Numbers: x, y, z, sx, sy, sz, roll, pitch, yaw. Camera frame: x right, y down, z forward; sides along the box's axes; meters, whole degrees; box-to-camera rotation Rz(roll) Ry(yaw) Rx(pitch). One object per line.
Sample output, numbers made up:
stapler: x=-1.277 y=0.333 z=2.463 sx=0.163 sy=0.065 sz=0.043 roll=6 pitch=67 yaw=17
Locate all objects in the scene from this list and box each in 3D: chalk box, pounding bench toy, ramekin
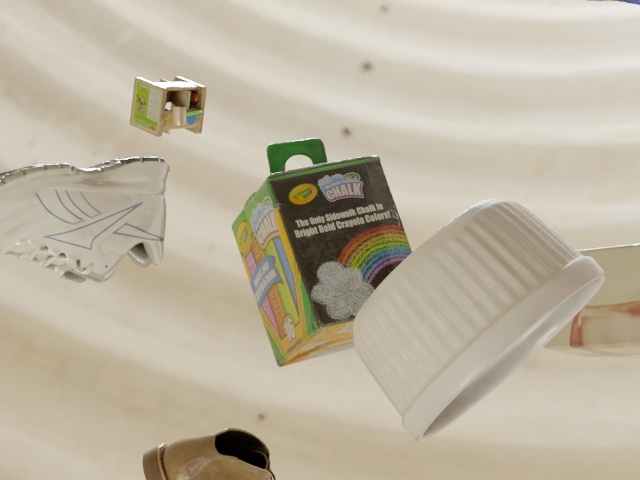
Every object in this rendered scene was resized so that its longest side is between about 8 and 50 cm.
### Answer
chalk box: x=0.000 y=0.000 z=1.949 sx=0.180 sy=0.179 sz=0.288 roll=-11 pitch=-108 yaw=-25
pounding bench toy: x=-0.148 y=-0.138 z=1.477 sx=0.065 sy=0.052 sz=0.083 roll=-7 pitch=-157 yaw=-42
ramekin: x=0.122 y=0.059 z=1.159 sx=0.109 sy=0.207 sz=0.207 roll=48 pitch=-150 yaw=14

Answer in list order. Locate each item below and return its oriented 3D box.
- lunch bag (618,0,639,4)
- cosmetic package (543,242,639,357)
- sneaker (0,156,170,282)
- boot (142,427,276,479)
lunch bag: x=0.298 y=-0.421 z=1.099 sx=0.239 sy=0.385 sz=0.327 roll=4 pitch=-134 yaw=-24
cosmetic package: x=0.432 y=0.074 z=1.732 sx=0.153 sy=0.296 sz=0.129 roll=10 pitch=-101 yaw=-38
sneaker: x=-0.265 y=-0.016 z=1.459 sx=0.297 sy=0.111 sz=0.129 roll=-8 pitch=-91 yaw=-45
boot: x=-0.092 y=0.311 z=1.748 sx=0.305 sy=0.115 sz=0.112 roll=43 pitch=-156 yaw=-56
